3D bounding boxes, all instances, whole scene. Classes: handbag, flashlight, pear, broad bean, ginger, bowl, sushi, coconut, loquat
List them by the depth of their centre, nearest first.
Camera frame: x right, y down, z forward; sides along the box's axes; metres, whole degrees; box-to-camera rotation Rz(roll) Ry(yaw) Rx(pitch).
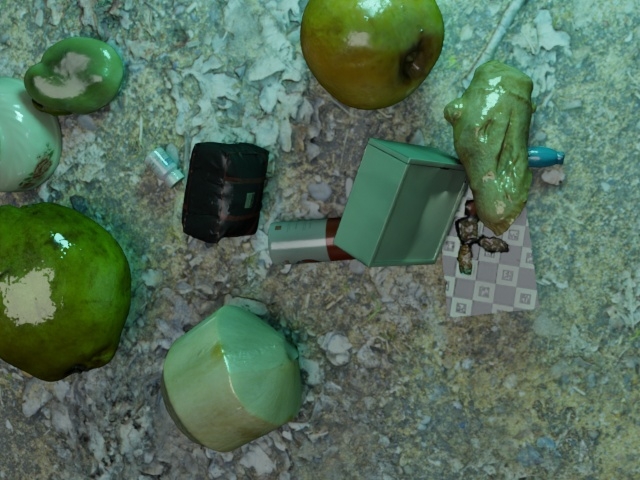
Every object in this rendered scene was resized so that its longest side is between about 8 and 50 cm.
[{"bbox_3d":[0.090,-0.387,1.429,0.274,0.275,0.275,3,104,12],"label":"loquat"},{"bbox_3d":[0.338,-0.182,1.434,0.189,0.126,0.354,-1,78,-14],"label":"ginger"},{"bbox_3d":[0.427,-0.167,1.507,0.129,0.051,0.051,5,105,7],"label":"flashlight"},{"bbox_3d":[0.347,0.014,1.568,0.192,0.043,0.280,-7,94,18],"label":"sushi"},{"bbox_3d":[-0.199,-0.108,1.599,0.155,0.169,0.215,19,109,22],"label":"handbag"},{"bbox_3d":[-0.185,0.301,1.638,0.322,0.323,0.323,3,104,12],"label":"coconut"},{"bbox_3d":[-0.549,-0.358,1.656,0.228,0.100,0.169,-33,101,16],"label":"broad bean"},{"bbox_3d":[-0.604,0.105,1.662,0.351,0.352,0.414,-15,102,16],"label":"pear"},{"bbox_3d":[-0.754,-0.234,1.710,0.277,0.145,0.277,3,106,11],"label":"bowl"}]

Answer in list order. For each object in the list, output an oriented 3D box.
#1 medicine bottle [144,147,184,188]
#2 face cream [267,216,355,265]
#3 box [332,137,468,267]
[{"bbox_3d":[-0.353,-0.163,1.680,0.052,0.052,0.089,-40,93,18],"label":"medicine bottle"},{"bbox_3d":[0.000,0.000,1.617,0.214,0.096,0.096,-4,103,13],"label":"face cream"},{"bbox_3d":[0.162,-0.074,1.486,0.117,0.225,0.225,34,112,38],"label":"box"}]
